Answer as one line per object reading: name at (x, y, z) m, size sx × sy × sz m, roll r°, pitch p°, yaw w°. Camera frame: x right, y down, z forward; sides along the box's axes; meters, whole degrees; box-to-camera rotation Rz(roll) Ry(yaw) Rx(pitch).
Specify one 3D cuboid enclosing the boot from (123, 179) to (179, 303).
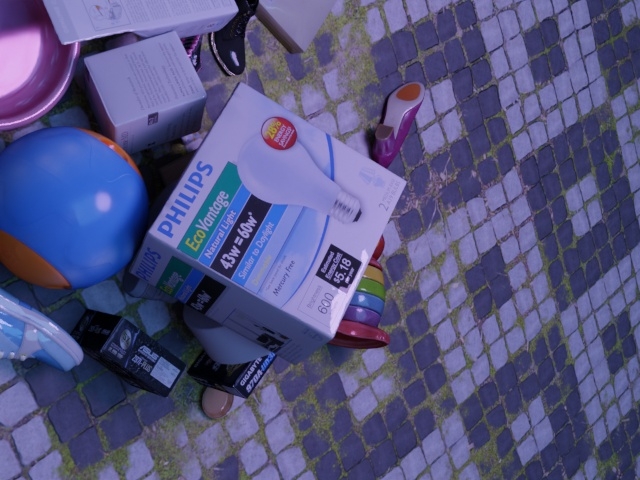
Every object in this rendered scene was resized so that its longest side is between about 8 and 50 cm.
boot at (-0.291, 0.006, 1.876) m, size 0.123 × 0.095 × 0.258 m, roll 17°, pitch 108°, yaw -40°

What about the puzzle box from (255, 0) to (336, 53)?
puzzle box at (-0.111, -0.645, 2.039) m, size 0.409 × 0.052 × 0.272 m, roll 44°, pitch 66°, yaw -33°

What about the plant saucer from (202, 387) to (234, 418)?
plant saucer at (-0.226, 0.344, 2.034) m, size 0.083 × 0.015 × 0.083 m, roll -4°, pitch 96°, yaw -40°

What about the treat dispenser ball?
treat dispenser ball at (-0.445, -0.057, 1.642) m, size 0.288 × 0.288 × 0.288 m, roll -3°, pitch 95°, yaw -40°

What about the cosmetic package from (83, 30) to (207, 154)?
cosmetic package at (-0.331, -0.271, 1.755) m, size 0.183 × 0.151 × 0.151 m, roll -23°, pitch 76°, yaw -19°

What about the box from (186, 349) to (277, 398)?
box at (-0.158, 0.220, 1.978) m, size 0.220 × 0.175 × 0.051 m, roll -54°, pitch 124°, yaw -23°

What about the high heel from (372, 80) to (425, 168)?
high heel at (0.198, -0.287, 2.327) m, size 0.117 × 0.082 × 0.244 m, roll 84°, pitch 26°, yaw -51°

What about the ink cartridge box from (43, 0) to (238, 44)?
ink cartridge box at (-0.377, -0.513, 1.733) m, size 0.385 × 0.091 × 0.308 m, roll -22°, pitch 87°, yaw -37°

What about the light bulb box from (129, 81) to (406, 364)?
light bulb box at (-0.096, -0.026, 1.703) m, size 0.361 × 0.225 × 0.358 m, roll 30°, pitch 63°, yaw -7°

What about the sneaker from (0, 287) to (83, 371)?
sneaker at (-0.592, 0.194, 1.648) m, size 0.319 × 0.127 × 0.208 m, roll 38°, pitch 67°, yaw -25°

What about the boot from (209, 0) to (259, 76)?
boot at (-0.169, -0.444, 1.948) m, size 0.077 × 0.137 × 0.198 m, roll -26°, pitch 110°, yaw -36°

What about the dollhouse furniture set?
dollhouse furniture set at (-0.210, -0.161, 1.917) m, size 0.242 × 0.161 × 0.212 m, roll -33°, pitch 113°, yaw -34°

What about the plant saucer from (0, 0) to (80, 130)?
plant saucer at (-0.583, -0.358, 1.622) m, size 0.332 × 0.084 × 0.332 m, roll -12°, pitch 108°, yaw -41°

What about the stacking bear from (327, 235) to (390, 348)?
stacking bear at (0.083, 0.095, 2.188) m, size 0.175 × 0.164 × 0.289 m, roll 13°, pitch 72°, yaw -10°

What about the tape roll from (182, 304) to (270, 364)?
tape roll at (-0.137, 0.123, 1.918) m, size 0.286 × 0.286 × 0.100 m, roll -45°, pitch 120°, yaw -29°

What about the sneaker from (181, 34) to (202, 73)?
sneaker at (-0.265, -0.378, 1.939) m, size 0.057 × 0.047 × 0.119 m, roll 24°, pitch 81°, yaw -54°

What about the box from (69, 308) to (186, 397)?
box at (-0.374, 0.218, 1.814) m, size 0.180 × 0.147 × 0.077 m, roll 44°, pitch 66°, yaw -32°
